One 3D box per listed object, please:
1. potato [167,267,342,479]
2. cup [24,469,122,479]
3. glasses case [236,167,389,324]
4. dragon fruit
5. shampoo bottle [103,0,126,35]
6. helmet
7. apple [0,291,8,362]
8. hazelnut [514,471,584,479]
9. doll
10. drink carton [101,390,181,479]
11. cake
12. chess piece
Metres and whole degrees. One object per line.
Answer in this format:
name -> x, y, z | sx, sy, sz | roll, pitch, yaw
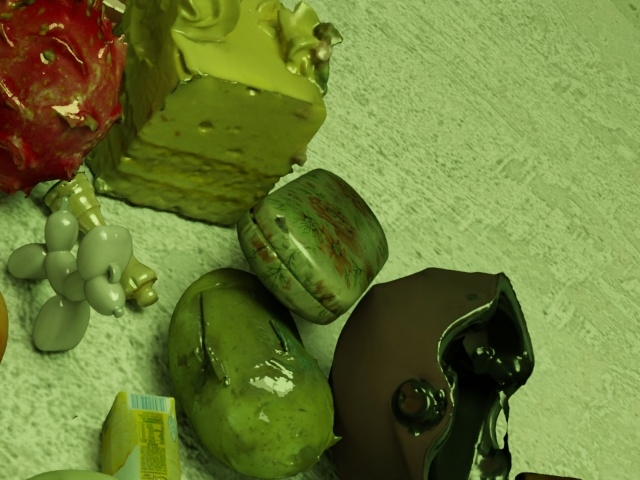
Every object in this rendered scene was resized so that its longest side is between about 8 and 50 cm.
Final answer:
potato -> -0.079, 0.139, 1.532 | 0.169, 0.143, 0.248 | 25, 35, -47
cup -> -0.173, 0.305, 1.187 | 0.255, 0.173, 0.202 | -7, 40, 4
glasses case -> 0.000, 0.000, 1.690 | 0.156, 0.098, 0.425 | 52, 13, -1
dragon fruit -> -0.303, -0.174, 1.532 | 0.210, 0.268, 0.205 | 27, -6, 32
shampoo bottle -> -0.282, -0.294, 1.838 | 0.244, 0.085, 0.085 | 27, 38, -22
helmet -> 0.106, 0.183, 1.599 | 0.271, 0.197, 0.338 | 49, 56, -60
apple -> -0.396, 0.083, 1.207 | 0.241, 0.242, 0.242 | 25, 36, -49
hazelnut -> 0.260, 0.353, 1.624 | 0.201, 0.160, 0.170 | -20, 87, -58
doll -> -0.250, 0.035, 1.459 | 0.059, 0.160, 0.161 | 4, 49, -43
drink carton -> -0.173, 0.247, 1.382 | 0.074, 0.084, 0.200 | 11, 46, -23
cake -> -0.131, -0.197, 1.704 | 0.227, 0.286, 0.222 | 12, 45, -36
chess piece -> -0.239, 0.004, 1.595 | 0.172, 0.060, 0.060 | 52, 36, 9
